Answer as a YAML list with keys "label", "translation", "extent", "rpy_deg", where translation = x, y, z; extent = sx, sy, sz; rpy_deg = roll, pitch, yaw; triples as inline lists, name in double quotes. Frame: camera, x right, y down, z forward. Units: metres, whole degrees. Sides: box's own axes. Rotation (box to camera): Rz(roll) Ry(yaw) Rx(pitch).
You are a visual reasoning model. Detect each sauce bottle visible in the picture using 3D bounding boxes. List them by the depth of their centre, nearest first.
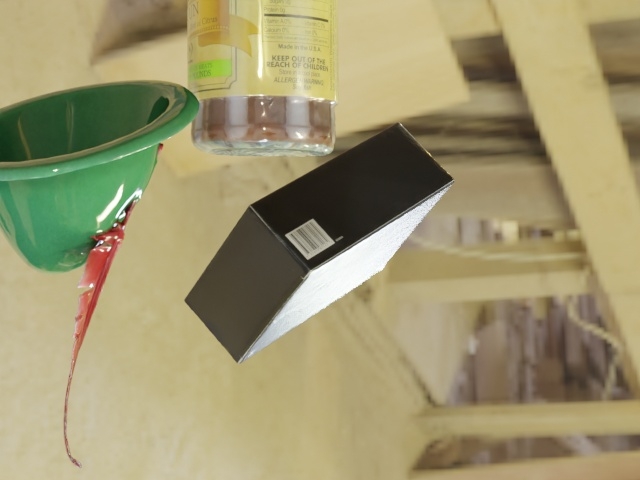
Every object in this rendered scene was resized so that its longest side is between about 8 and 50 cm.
- label: "sauce bottle"
  translation: [-0.042, -0.233, 1.054]
  extent: [0.111, 0.111, 0.344]
  rpy_deg: [7, 82, -71]

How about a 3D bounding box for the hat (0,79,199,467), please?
- label: "hat"
  translation: [-0.163, 0.008, 1.006]
  extent: [0.208, 0.173, 0.184]
  rpy_deg: [-31, 120, -42]

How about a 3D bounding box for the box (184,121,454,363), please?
- label: "box"
  translation: [0.000, 0.000, 1.603]
  extent: [0.261, 0.103, 0.184]
  rpy_deg: [-31, 163, -44]
